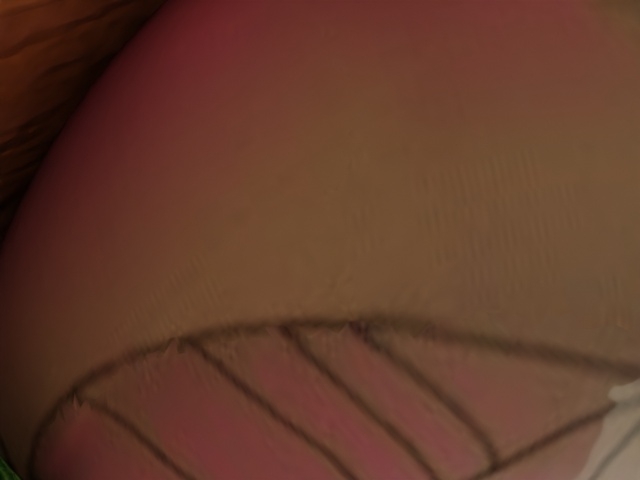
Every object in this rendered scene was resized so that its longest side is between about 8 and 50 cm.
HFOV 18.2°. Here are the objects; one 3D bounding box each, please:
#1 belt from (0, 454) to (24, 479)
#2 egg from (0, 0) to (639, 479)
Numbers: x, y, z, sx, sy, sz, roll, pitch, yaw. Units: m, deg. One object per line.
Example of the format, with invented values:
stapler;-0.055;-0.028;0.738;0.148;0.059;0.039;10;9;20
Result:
belt;-0.131;0.083;0.426;0.151;0.079;0.121;-41;176;27
egg;0.005;0.039;0.496;0.271;0.196;0.196;-50;167;23
